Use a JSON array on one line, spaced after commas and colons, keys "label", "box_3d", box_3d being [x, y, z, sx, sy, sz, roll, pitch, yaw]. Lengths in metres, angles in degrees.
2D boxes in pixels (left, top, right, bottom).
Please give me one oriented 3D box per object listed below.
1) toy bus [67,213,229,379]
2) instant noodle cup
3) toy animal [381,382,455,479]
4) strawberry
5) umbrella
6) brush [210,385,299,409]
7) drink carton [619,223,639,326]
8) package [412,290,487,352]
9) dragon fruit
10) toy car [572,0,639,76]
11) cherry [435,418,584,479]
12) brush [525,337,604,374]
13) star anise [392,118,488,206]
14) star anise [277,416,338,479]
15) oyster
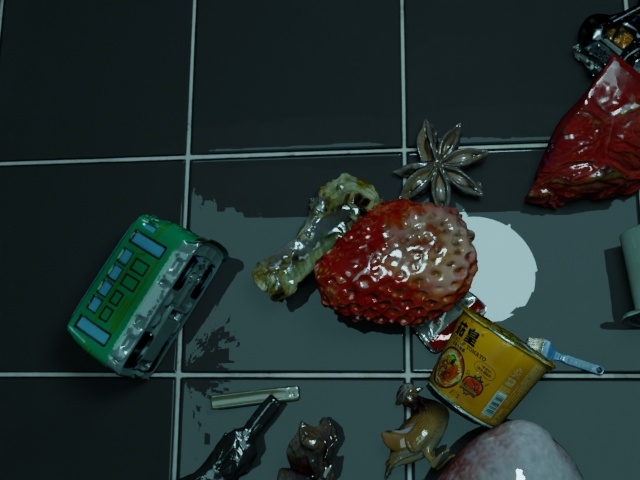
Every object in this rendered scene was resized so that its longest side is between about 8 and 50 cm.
[{"label": "toy bus", "box_3d": [-0.375, 0.111, 1.671, 0.200, 0.183, 0.343, 30, 82, 18]}, {"label": "instant noodle cup", "box_3d": [0.326, 0.254, 1.541, 0.216, 0.216, 0.172, 33, 95, 13]}, {"label": "toy animal", "box_3d": [0.180, 0.394, 1.592, 0.188, 0.089, 0.179, -38, 60, -2]}, {"label": "strawberry", "box_3d": [0.159, 0.048, 1.551, 0.336, 0.149, 0.265, -17, 88, -18]}, {"label": "umbrella", "box_3d": [-0.201, 0.460, 1.613, 0.118, 0.118, 0.340, 36, 80, 13]}, {"label": "brush", "box_3d": [-0.140, 0.337, 1.673, 0.191, 0.027, 0.034, -6, 81, -2]}, {"label": "drink carton", "box_3d": [0.680, 0.064, 1.539, 0.186, 0.191, 0.189, 4, 67, -30]}, {"label": "package", "box_3d": [0.225, 0.106, 1.668, 0.154, 0.030, 0.239, -39, 75, -4]}, {"label": "dragon fruit", "box_3d": [0.569, -0.185, 1.639, 0.302, 0.240, 0.330, 39, 109, -14]}, {"label": "toy car", "box_3d": [0.705, -0.435, 1.659, 0.301, 0.118, 0.193, -26, 42, -4]}, {"label": "cherry", "box_3d": [0.361, 0.521, 1.429, 0.326, 0.291, 0.335, 37, 82, 18]}, {"label": "brush", "box_3d": [0.503, 0.243, 1.611, 0.164, 0.014, 0.051, 18, 83, 10]}, {"label": "star anise", "box_3d": [0.271, -0.151, 1.695, 0.197, 0.073, 0.212, 31, 87, 16]}, {"label": "star anise", "box_3d": [-0.027, 0.461, 1.537, 0.099, 0.214, 0.219, 17, 100, 15]}, {"label": "oyster", "box_3d": [-0.005, -0.007, 1.673, 0.337, 0.133, 0.197, -36, 68, -6]}]
